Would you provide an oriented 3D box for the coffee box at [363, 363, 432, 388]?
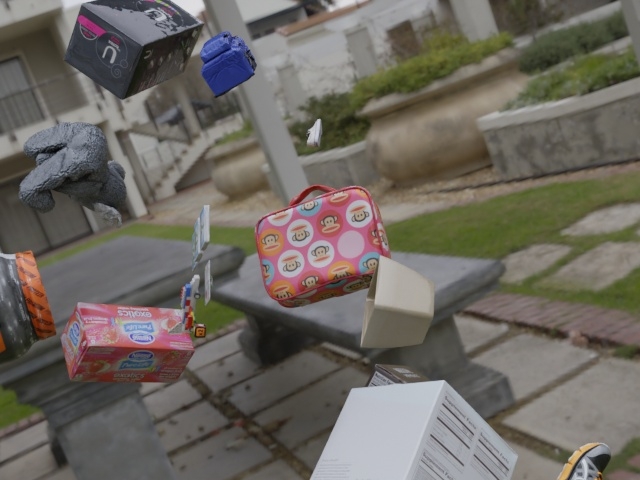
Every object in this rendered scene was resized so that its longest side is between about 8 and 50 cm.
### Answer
[{"bbox_3d":[0.111,0.387,1.548,0.118,0.297,0.168,29,3,28],"label":"coffee box"}]

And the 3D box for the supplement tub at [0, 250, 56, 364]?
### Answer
[{"bbox_3d":[-0.652,0.140,1.458,0.337,0.207,0.207,-17,8,-20],"label":"supplement tub"}]

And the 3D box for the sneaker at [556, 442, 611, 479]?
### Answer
[{"bbox_3d":[0.448,0.440,1.447,0.083,0.084,0.215,25,55,40],"label":"sneaker"}]

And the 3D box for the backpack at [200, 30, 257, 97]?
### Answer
[{"bbox_3d":[-0.175,-0.346,1.593,0.097,0.101,0.120,-22,22,11],"label":"backpack"}]

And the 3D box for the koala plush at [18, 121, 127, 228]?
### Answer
[{"bbox_3d":[-0.501,-0.133,1.812,0.203,0.221,0.196,-22,51,17],"label":"koala plush"}]

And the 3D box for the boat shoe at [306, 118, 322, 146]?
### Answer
[{"bbox_3d":[-0.017,-0.262,2.037,0.035,0.035,0.100,-2,45,9],"label":"boat shoe"}]

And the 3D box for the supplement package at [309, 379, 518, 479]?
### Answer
[{"bbox_3d":[0.120,0.370,1.203,0.199,0.198,0.263,-17,36,47],"label":"supplement package"}]

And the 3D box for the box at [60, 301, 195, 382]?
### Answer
[{"bbox_3d":[-0.426,0.229,1.851,0.256,0.128,0.123,9,-51,-37],"label":"box"}]

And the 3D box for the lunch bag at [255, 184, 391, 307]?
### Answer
[{"bbox_3d":[0.000,0.000,1.889,0.293,0.258,0.120,-16,-20,10],"label":"lunch bag"}]

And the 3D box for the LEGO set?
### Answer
[{"bbox_3d":[-0.248,0.076,1.592,0.060,0.244,0.182,3,-20,-17],"label":"LEGO set"}]

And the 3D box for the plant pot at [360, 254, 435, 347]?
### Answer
[{"bbox_3d":[0.124,0.105,1.311,0.096,0.109,0.109,11,45,-1],"label":"plant pot"}]

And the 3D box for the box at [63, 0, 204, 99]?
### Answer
[{"bbox_3d":[-0.403,-0.438,1.830,0.143,0.165,0.270,-59,-5,31],"label":"box"}]
